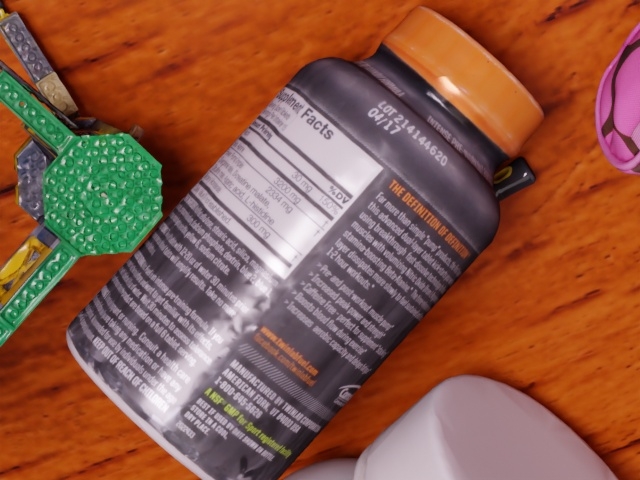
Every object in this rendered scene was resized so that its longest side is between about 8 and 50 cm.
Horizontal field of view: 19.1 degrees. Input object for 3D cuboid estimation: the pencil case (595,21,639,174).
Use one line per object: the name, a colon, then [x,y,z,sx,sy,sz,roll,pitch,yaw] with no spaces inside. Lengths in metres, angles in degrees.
pencil case: [0.241,-0.035,0.973,0.209,0.098,0.095,25,137,-14]

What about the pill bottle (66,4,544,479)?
pill bottle: [0.000,0.000,0.946,0.245,0.130,0.130,-47,115,0]

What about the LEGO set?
LEGO set: [-0.258,-0.051,0.942,0.331,0.192,0.255,34,87,-24]

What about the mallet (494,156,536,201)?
mallet: [0.029,0.005,1.040,0.190,0.062,0.039,-35,125,3]

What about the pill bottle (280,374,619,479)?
pill bottle: [0.000,0.266,1.096,0.224,0.224,0.392,36,117,-22]
